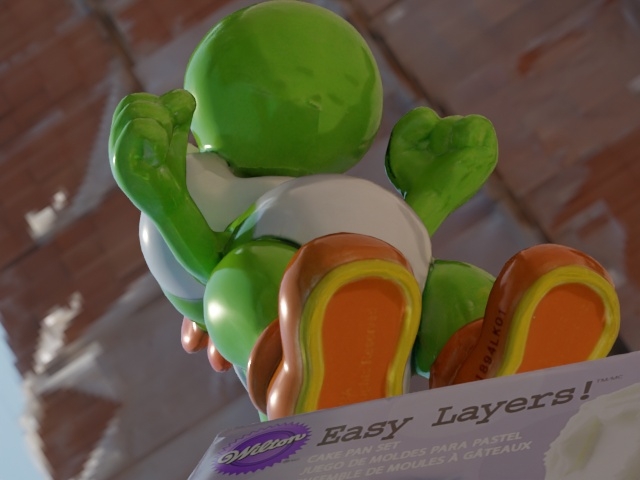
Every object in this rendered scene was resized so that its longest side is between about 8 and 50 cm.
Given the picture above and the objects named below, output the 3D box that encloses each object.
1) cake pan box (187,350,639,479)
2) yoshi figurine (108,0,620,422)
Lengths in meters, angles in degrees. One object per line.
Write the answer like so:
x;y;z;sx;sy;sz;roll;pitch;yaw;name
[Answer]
0.052;0.114;0.499;0.070;0.266;0.246;71;-156;-16;cake pan box
-0.002;-0.027;0.955;0.204;0.203;0.362;58;170;-26;yoshi figurine
